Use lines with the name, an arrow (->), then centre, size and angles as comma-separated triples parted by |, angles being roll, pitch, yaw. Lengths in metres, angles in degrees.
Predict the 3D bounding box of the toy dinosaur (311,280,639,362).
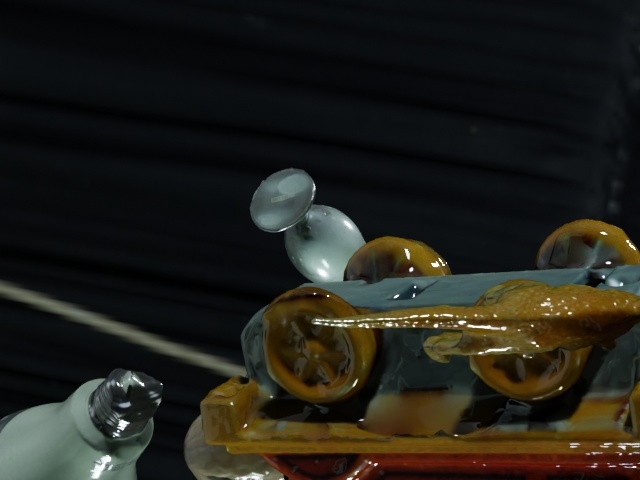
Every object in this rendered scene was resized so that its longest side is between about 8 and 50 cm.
toy dinosaur -> 0.097, 0.036, 0.805 | 0.162, 0.126, 0.039 | 0, 83, -43

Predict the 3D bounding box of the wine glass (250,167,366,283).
wine glass -> 0.000, 0.000, 2.093 | 0.202, 0.093, 0.093 | 47, 51, -49

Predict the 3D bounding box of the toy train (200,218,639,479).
toy train -> 0.113, 0.116, 1.087 | 0.163, 0.369, 0.232 | -27, 111, -60

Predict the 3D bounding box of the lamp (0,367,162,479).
lamp -> -0.237, 0.230, 1.737 | 0.182, 0.314, 0.182 | 35, 36, -30

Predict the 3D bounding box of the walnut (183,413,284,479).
walnut -> -0.093, 0.265, 2.174 | 0.140, 0.162, 0.140 | -21, 90, -88
